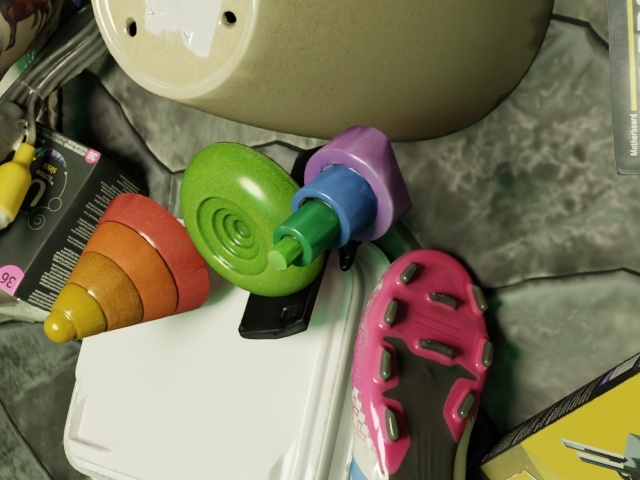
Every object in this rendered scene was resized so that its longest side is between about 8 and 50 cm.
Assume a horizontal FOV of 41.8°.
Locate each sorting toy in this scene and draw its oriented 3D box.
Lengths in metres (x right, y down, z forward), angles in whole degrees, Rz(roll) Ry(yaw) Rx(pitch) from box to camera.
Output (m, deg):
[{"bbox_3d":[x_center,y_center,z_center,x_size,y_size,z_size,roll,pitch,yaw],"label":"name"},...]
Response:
[{"bbox_3d":[-0.097,0.018,0.603,0.365,0.126,0.127,-16,110,48],"label":"sorting toy"}]

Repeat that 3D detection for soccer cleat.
[{"bbox_3d":[0.057,0.169,0.658,0.143,0.116,0.331,136,146,-57],"label":"soccer cleat"}]

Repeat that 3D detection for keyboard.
[{"bbox_3d":[0.000,0.000,0.701,0.100,0.192,0.038,-9,143,40],"label":"keyboard"}]

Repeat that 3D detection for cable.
[{"bbox_3d":[-0.291,-0.118,0.828,0.139,0.287,0.072,8,149,41],"label":"cable"}]

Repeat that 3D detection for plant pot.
[{"bbox_3d":[-0.009,-0.175,0.566,0.256,0.274,0.257,10,109,31],"label":"plant pot"}]

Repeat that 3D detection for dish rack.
[{"bbox_3d":[-0.108,0.118,0.777,0.332,0.072,0.286,7,81,34],"label":"dish rack"}]

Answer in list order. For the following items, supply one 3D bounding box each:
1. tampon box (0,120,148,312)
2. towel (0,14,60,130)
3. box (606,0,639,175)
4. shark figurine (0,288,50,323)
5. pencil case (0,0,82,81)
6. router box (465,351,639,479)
[{"bbox_3d":[-0.282,-0.022,0.861,0.120,0.101,0.161,25,80,25],"label":"tampon box"},{"bbox_3d":[-0.359,-0.254,0.923,0.187,0.049,0.282,21,115,29],"label":"towel"},{"bbox_3d":[0.314,-0.234,0.439,0.318,0.097,0.395,0,104,33],"label":"box"},{"bbox_3d":[-0.411,0.028,0.985,0.166,0.278,0.116,-20,58,64],"label":"shark figurine"},{"bbox_3d":[-0.407,-0.343,0.776,0.410,0.160,0.183,50,129,1],"label":"pencil case"},{"bbox_3d":[0.284,0.239,0.611,0.309,0.081,0.243,53,126,10],"label":"router box"}]
